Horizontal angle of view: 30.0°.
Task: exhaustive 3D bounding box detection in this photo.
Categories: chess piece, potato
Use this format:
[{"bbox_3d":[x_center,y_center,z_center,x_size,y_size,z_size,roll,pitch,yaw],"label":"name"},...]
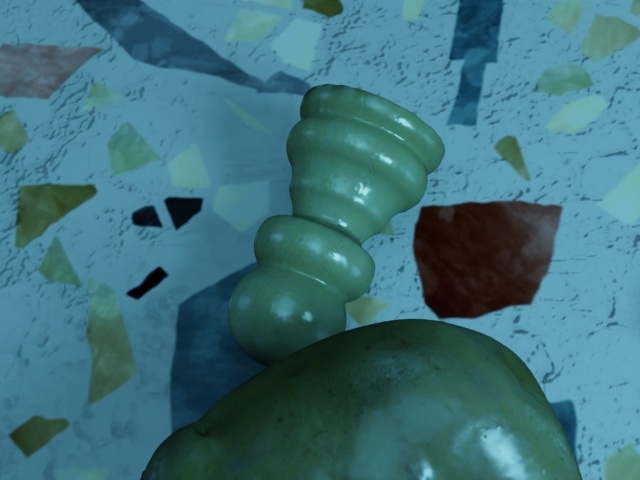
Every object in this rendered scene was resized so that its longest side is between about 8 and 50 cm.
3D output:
[{"bbox_3d":[0.000,0.000,1.090,0.144,0.144,0.251,20,73,19],"label":"chess piece"},{"bbox_3d":[0.030,0.196,0.910,0.326,0.243,0.221,-28,43,11],"label":"potato"}]
